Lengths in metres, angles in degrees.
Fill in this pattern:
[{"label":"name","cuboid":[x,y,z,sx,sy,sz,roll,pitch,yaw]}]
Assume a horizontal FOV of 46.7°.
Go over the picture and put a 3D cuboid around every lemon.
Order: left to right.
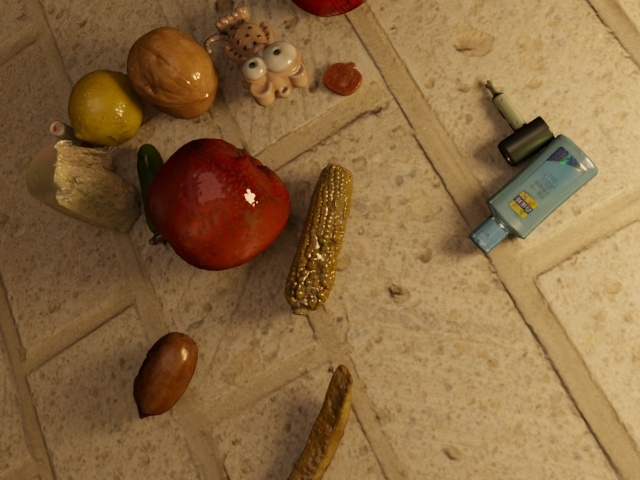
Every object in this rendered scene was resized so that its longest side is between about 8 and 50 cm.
[{"label":"lemon","cuboid":[-0.503,-0.313,1.745,0.173,0.173,0.206,-1,60,21]}]

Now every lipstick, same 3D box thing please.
[{"label":"lipstick","cuboid":[-0.592,-0.248,1.781,0.038,0.130,0.038,-5,75,20]}]

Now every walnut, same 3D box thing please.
[{"label":"walnut","cuboid":[-0.329,0.285,1.556,0.115,0.116,0.207,29,95,25]},{"label":"walnut","cuboid":[-0.332,-0.381,1.686,0.225,0.193,0.193,30,88,27]}]

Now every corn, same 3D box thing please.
[{"label":"corn","cuboid":[0.000,0.000,1.511,0.097,0.097,0.320,10,78,23]}]

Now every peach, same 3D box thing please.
[{"label":"peach","cuboid":[-0.008,-0.580,1.630,0.267,0.159,0.154,21,74,23]}]

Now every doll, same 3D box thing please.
[{"label":"doll","cuboid":[-0.144,-0.417,1.665,0.154,0.119,0.278,-41,63,-7]}]

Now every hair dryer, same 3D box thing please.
[{"label":"hair dryer","cuboid":[0.370,-0.244,1.463,0.100,0.057,0.198,-31,59,11]}]

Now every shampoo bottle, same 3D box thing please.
[{"label":"shampoo bottle","cuboid":[0.391,-0.077,1.395,0.258,0.061,0.104,-43,79,6]}]

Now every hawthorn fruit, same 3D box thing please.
[{"label":"hawthorn fruit","cuboid":[-0.223,-0.071,1.523,0.299,0.275,0.275,-33,67,0]}]

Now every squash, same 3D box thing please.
[{"label":"squash","cuboid":[-0.379,-0.114,1.699,0.069,0.069,0.258,-21,69,15]}]

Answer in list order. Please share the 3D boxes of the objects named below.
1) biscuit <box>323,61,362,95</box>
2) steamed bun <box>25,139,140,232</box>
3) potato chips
[{"label":"biscuit","cuboid":[0.051,-0.358,1.628,0.091,0.015,0.078,34,88,25]},{"label":"steamed bun","cuboid":[-0.536,-0.132,1.677,0.200,0.225,0.170,20,84,26]},{"label":"potato chips","cuboid":[-0.026,0.430,1.415,0.057,0.080,0.407,28,88,41]}]
